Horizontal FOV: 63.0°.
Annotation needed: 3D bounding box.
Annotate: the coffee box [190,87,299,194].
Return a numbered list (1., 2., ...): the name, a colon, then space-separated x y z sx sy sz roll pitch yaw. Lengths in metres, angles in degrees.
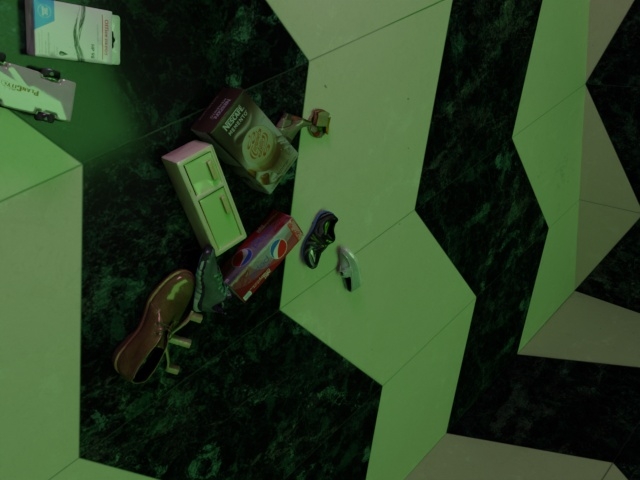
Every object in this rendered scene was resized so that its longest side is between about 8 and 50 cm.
1. coffee box: -0.187 -0.250 1.330 0.141 0.098 0.246 -56 134 -11

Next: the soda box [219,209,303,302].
1. soda box: -0.170 0.040 1.465 0.263 0.092 0.083 -48 132 -18

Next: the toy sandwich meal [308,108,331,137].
1. toy sandwich meal: 0.001 -0.339 1.519 0.085 0.029 0.086 -18 118 -38

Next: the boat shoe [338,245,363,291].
1. boat shoe: 0.091 0.101 1.762 0.063 0.066 0.184 -42 140 -25

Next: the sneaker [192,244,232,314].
1. sneaker: -0.270 0.103 1.350 0.098 0.083 0.224 13 132 -7

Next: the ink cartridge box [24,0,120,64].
1. ink cartridge box: -0.473 -0.406 1.028 0.180 0.060 0.104 -8 111 -41

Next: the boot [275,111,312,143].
1. boot: -0.079 -0.304 1.457 0.118 0.042 0.087 7 108 -43

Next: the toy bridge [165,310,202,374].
1. toy bridge: -0.376 0.266 1.391 0.063 0.026 0.188 21 103 -18

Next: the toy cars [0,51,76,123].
1. toy cars: -0.639 -0.225 0.931 0.393 0.087 0.176 -40 124 -30

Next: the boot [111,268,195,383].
1. boot: -0.395 0.217 1.312 0.112 0.115 0.305 39 76 -41

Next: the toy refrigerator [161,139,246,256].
1. toy refrigerator: -0.283 -0.102 1.303 0.102 0.094 0.270 -35 127 -28

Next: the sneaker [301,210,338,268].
1. sneaker: 0.000 0.000 1.619 0.067 0.078 0.188 20 93 -45
